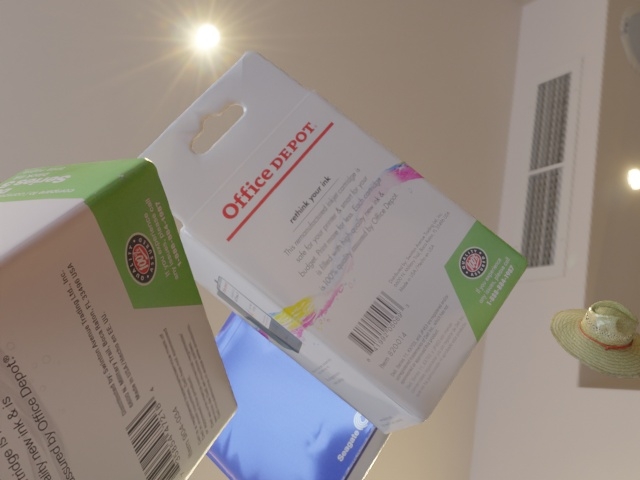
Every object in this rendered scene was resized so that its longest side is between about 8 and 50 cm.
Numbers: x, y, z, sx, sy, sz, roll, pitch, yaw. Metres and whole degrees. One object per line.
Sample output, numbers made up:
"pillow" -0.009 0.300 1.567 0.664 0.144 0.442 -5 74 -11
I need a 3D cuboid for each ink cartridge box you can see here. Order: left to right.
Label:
"ink cartridge box" -0.177 0.101 0.371 0.273 0.114 0.199 -51 -46 -53
"ink cartridge box" 0.000 0.000 0.705 0.353 0.119 0.207 39 -113 2

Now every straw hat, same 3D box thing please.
"straw hat" 0.396 0.118 0.960 0.144 0.144 0.061 -16 -48 -34

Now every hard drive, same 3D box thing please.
"hard drive" -0.062 0.236 0.955 0.040 0.318 0.210 36 -96 -47
